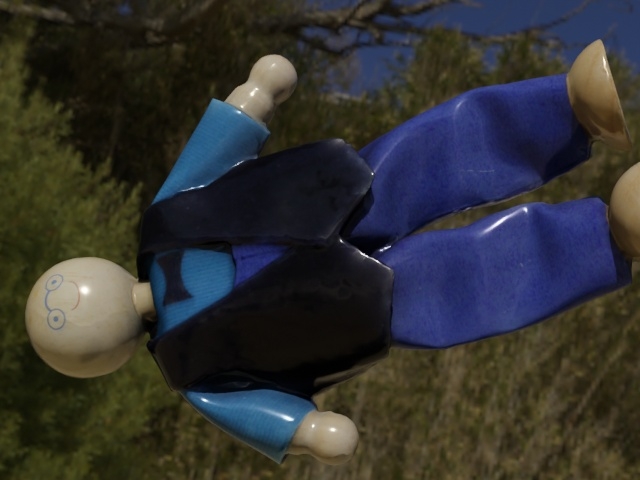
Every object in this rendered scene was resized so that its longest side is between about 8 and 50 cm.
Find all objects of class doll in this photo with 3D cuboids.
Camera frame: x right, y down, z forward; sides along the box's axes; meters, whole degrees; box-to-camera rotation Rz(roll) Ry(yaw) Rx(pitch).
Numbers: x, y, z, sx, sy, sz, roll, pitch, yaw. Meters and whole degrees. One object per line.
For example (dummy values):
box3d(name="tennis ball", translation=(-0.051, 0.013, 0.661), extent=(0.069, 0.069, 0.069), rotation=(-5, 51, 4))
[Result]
box3d(name="doll", translation=(0.000, 0.000, 0.348), extent=(0.189, 0.129, 0.046), rotation=(-18, -17, 12))
